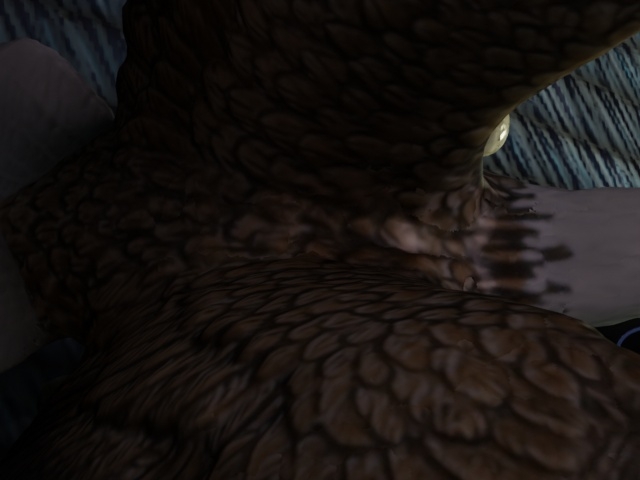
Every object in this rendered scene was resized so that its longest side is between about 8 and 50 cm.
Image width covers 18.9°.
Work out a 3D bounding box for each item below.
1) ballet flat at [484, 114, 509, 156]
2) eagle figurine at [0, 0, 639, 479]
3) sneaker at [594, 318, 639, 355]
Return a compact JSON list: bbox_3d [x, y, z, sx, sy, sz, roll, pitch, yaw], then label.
[{"bbox_3d":[0.025,-0.110,0.729,0.057,0.049,0.173,-27,88,-50],"label":"ballet flat"},{"bbox_3d":[0.011,-0.004,0.428,0.225,0.298,0.226,-32,80,-11],"label":"eagle figurine"},{"bbox_3d":[0.165,0.071,0.744,0.232,0.081,0.090,19,47,-40],"label":"sneaker"}]
